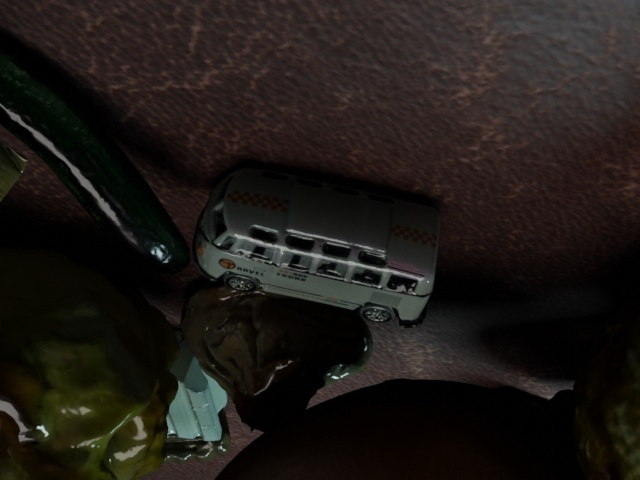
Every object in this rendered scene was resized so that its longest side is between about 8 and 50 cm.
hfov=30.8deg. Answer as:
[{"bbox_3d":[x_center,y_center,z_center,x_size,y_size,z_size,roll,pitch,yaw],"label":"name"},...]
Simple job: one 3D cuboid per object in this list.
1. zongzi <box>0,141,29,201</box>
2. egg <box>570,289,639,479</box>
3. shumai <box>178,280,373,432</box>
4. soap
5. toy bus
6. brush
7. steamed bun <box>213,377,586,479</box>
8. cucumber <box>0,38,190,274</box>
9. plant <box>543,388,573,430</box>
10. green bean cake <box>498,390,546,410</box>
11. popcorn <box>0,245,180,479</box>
[{"bbox_3d":[-0.285,-0.083,0.727,0.160,0.078,0.176,35,179,13],"label":"zongzi"},{"bbox_3d":[0.316,0.140,0.917,0.238,0.238,0.289,8,171,1],"label":"egg"},{"bbox_3d":[-0.044,0.123,1.124,0.201,0.120,0.201,6,151,3],"label":"shumai"},{"bbox_3d":[-0.173,0.163,1.303,0.119,0.066,0.198,6,154,3],"label":"soap"},{"bbox_3d":[0.000,0.000,0.902,0.194,0.087,0.089,13,150,-5],"label":"toy bus"},{"bbox_3d":[-0.259,0.240,1.408,0.301,0.071,0.084,-2,-166,-11],"label":"brush"},{"bbox_3d":[0.068,0.248,1.021,0.379,0.248,0.235,-11,174,31],"label":"steamed bun"},{"bbox_3d":[-0.176,-0.062,0.830,0.056,0.056,0.284,-11,137,34],"label":"cucumber"},{"bbox_3d":[0.343,0.277,1.102,0.320,0.181,0.194,25,146,26],"label":"plant"},{"bbox_3d":[0.224,0.261,1.337,0.208,0.107,0.193,20,151,-25],"label":"green bean cake"},{"bbox_3d":[-0.290,0.144,1.070,0.312,0.312,0.312,7,154,3],"label":"popcorn"}]
